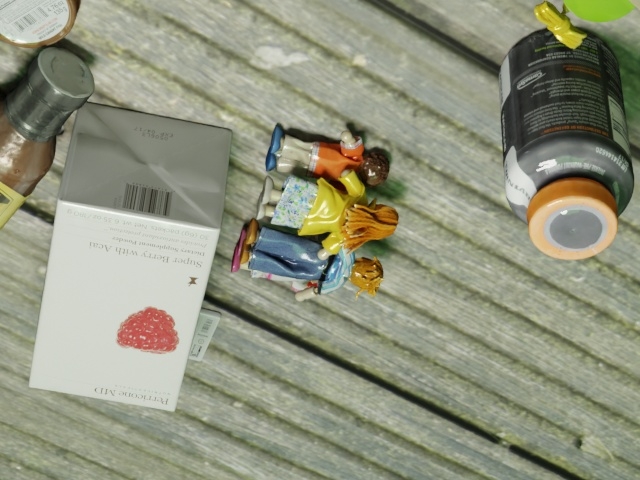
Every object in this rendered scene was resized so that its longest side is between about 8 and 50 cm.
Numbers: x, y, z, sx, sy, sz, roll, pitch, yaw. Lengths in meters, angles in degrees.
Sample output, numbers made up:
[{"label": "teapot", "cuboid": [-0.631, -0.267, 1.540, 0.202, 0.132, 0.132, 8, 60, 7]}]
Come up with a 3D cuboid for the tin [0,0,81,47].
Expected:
[{"label": "tin", "cuboid": [-0.325, -0.272, 1.787, 0.106, 0.040, 0.189, -29, 126, 22]}]

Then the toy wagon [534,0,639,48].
[{"label": "toy wagon", "cuboid": [0.350, -0.313, 1.692, 0.267, 0.068, 0.344, 37, 126, -28]}]

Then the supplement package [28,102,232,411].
[{"label": "supplement package", "cuboid": [-0.215, 0.023, 1.964, 0.178, 0.175, 0.293, 10, 132, -7]}]

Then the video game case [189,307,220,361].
[{"label": "video game case", "cuboid": [-0.193, 0.105, 2.164, 0.122, 0.011, 0.087, 15, 134, -12]}]

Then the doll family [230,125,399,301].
[{"label": "doll family", "cuboid": [0.000, 0.000, 1.976, 0.163, 0.118, 0.263, 12, 133, -9]}]

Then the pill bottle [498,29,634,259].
[{"label": "pill bottle", "cuboid": [0.249, -0.094, 1.784, 0.130, 0.245, 0.130, 2, 134, 2]}]

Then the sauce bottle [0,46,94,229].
[{"label": "sauce bottle", "cuboid": [-0.365, -0.081, 1.925, 0.111, 0.111, 0.344, 27, 128, -22]}]
